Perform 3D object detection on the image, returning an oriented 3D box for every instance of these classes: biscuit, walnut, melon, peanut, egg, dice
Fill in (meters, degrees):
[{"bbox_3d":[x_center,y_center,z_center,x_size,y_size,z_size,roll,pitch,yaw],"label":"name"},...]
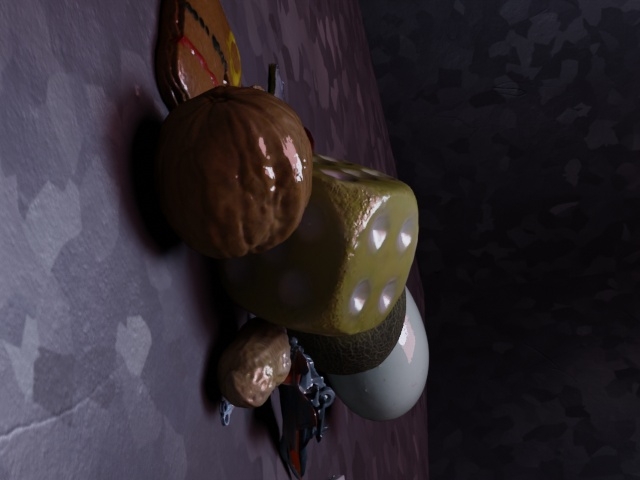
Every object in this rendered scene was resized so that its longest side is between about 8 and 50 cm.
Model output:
[{"bbox_3d":[-0.165,-0.257,1.412,0.262,0.052,0.277,67,19,-52],"label":"biscuit"},{"bbox_3d":[-0.108,-0.083,1.211,0.228,0.227,0.228,-8,90,-79],"label":"walnut"},{"bbox_3d":[0.031,0.087,1.687,0.237,0.237,0.302,-64,142,-70],"label":"melon"},{"bbox_3d":[-0.096,0.177,1.377,0.214,0.090,0.099,-51,127,-72],"label":"peanut"},{"bbox_3d":[0.106,0.198,2.004,0.230,0.229,0.371,-36,114,-77],"label":"egg"},{"bbox_3d":[0.000,0.000,1.430,0.238,0.226,0.233,-10,116,-60],"label":"dice"}]

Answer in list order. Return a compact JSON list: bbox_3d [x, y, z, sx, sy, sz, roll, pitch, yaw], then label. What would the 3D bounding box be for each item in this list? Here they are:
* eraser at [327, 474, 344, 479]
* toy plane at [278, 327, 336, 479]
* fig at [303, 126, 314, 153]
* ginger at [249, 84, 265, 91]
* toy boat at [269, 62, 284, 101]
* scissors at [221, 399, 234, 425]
[{"bbox_3d":[0.030,0.534,1.928,0.150,0.023,0.104,32,51,-76],"label":"eraser"},{"bbox_3d":[-0.035,0.280,1.576,0.223,0.104,0.326,-129,-159,-50],"label":"toy plane"},{"bbox_3d":[-0.074,-0.099,1.608,0.146,0.133,0.201,-50,147,-51],"label":"fig"},{"bbox_3d":[-0.096,-0.192,1.691,0.165,0.067,0.096,61,20,-27],"label":"ginger"},{"bbox_3d":[-0.089,-0.293,1.902,0.063,0.016,0.115,67,20,-54],"label":"toy boat"},{"bbox_3d":[-0.130,0.242,1.377,0.083,0.006,0.036,-23,107,-78],"label":"scissors"}]
